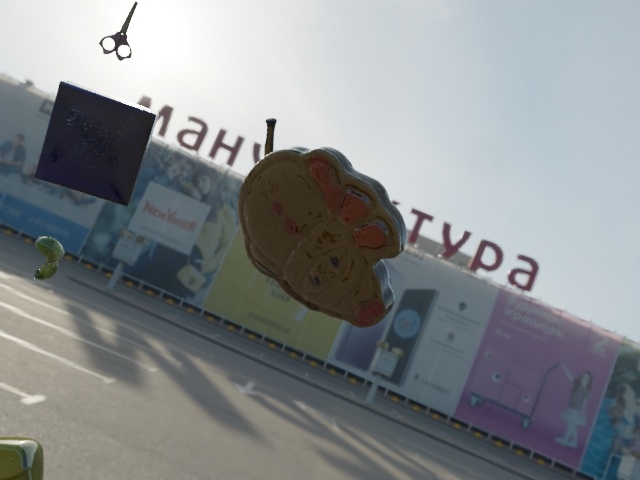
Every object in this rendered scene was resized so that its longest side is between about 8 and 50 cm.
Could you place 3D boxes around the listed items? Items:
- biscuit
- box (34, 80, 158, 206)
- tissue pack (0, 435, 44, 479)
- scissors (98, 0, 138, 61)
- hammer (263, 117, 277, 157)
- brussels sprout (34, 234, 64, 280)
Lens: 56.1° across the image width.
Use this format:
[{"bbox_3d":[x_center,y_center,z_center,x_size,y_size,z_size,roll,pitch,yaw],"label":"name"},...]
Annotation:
[{"bbox_3d":[0.000,0.000,1.141,0.381,0.074,0.359,52,-46,6],"label":"biscuit"},{"bbox_3d":[-0.626,-0.271,1.690,0.261,0.279,0.116,18,10,-14],"label":"box"},{"bbox_3d":[-0.522,0.413,0.981,0.123,0.178,0.127,3,-14,-6],"label":"tissue pack"},{"bbox_3d":[-0.649,-0.695,1.985,0.110,0.212,0.021,21,31,-28],"label":"scissors"},{"bbox_3d":[-0.124,-0.205,1.459,0.078,0.021,0.201,17,-52,7],"label":"hammer"},{"bbox_3d":[-0.509,0.033,1.124,0.051,0.083,0.046,6,10,4],"label":"brussels sprout"}]
